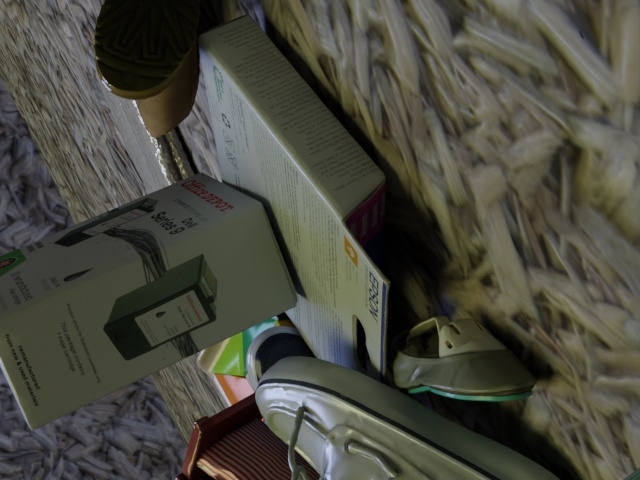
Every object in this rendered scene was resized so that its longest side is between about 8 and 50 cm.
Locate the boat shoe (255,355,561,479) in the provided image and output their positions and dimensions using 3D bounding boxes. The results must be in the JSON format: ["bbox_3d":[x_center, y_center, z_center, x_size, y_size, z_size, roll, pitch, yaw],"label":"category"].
[{"bbox_3d":[0.045,0.227,1.080,0.367,0.156,0.136,22,149,40],"label":"boat shoe"}]

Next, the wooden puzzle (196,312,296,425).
[{"bbox_3d":[-0.056,0.167,1.493,0.239,0.044,0.221,52,129,29],"label":"wooden puzzle"}]

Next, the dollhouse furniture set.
[{"bbox_3d":[-0.108,0.307,1.141,0.201,0.374,0.152,33,122,22],"label":"dollhouse furniture set"}]

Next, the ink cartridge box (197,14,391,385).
[{"bbox_3d":[0.000,0.000,1.192,0.330,0.071,0.324,52,161,30],"label":"ink cartridge box"}]

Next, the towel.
[{"bbox_3d":[-0.235,-0.134,1.740,0.282,0.049,0.187,68,162,-11],"label":"towel"}]

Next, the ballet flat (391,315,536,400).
[{"bbox_3d":[0.109,0.096,1.020,0.213,0.072,0.068,164,100,-71],"label":"ballet flat"}]

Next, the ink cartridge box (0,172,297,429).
[{"bbox_3d":[-0.198,0.049,1.254,0.211,0.289,0.121,28,140,64],"label":"ink cartridge box"}]

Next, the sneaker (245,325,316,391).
[{"bbox_3d":[0.038,0.211,1.307,0.282,0.099,0.153,52,170,-17],"label":"sneaker"}]

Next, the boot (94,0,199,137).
[{"bbox_3d":[-0.163,-0.182,1.256,0.269,0.089,0.236,105,179,-63],"label":"boot"}]

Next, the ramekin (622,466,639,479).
[{"bbox_3d":[0.251,0.252,0.680,0.303,0.148,0.303,54,161,28],"label":"ramekin"}]
